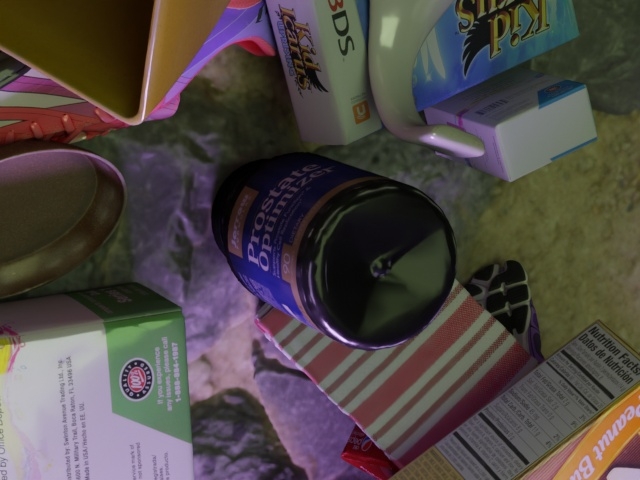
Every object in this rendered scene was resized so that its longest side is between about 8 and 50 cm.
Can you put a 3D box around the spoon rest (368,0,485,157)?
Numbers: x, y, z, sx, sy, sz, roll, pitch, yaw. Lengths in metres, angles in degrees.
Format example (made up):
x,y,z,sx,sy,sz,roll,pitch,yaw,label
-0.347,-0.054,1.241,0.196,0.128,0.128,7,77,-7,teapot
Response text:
x,y,z,sx,sy,sz,roll,pitch,yaw,label
0.080,-0.194,1.236,0.137,0.084,0.276,17,71,-40,spoon rest

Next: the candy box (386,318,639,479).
x,y,z,sx,sy,sz,roll,pitch,yaw,label
0.144,0.228,1.323,0.316,0.087,0.183,-37,131,-7,candy box

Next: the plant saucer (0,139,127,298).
x,y,z,sx,sy,sz,roll,pitch,yaw,label
-0.223,-0.018,1.220,0.168,0.029,0.168,-22,149,-14,plant saucer

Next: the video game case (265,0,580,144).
x,y,z,sx,sy,sz,roll,pitch,yaw,label
0.072,-0.232,1.303,0.269,0.061,0.244,-27,113,-34,video game case

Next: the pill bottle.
x,y,z,sx,sy,sz,roll,pitch,yaw,label
0.000,0.000,1.263,0.123,0.219,0.122,-5,102,-24,pill bottle

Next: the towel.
x,y,z,sx,sy,sz,roll,pitch,yaw,label
0.061,0.084,1.360,0.144,0.029,0.197,-43,79,-12,towel

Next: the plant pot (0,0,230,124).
x,y,z,sx,sy,sz,roll,pitch,yaw,label
-0.135,-0.243,1.110,0.187,0.212,0.212,-44,158,-42,plant pot

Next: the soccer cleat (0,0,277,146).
x,y,z,sx,sy,sz,roll,pitch,yaw,label
-0.171,-0.114,1.224,0.318,0.109,0.116,-34,110,-19,soccer cleat

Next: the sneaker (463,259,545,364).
x,y,z,sx,sy,sz,roll,pitch,yaw,label
0.159,0.097,1.417,0.068,0.170,0.071,-18,147,21,sneaker

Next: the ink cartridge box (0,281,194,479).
x,y,z,sx,sy,sz,roll,pitch,yaw,label
-0.241,0.154,1.240,0.278,0.117,0.201,-8,104,-24,ink cartridge box

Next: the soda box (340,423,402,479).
x,y,z,sx,sy,sz,roll,pitch,yaw,label
0.150,0.207,1.446,0.263,0.083,0.092,33,75,-26,soda box

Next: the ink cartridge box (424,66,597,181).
x,y,z,sx,sy,sz,roll,pitch,yaw,label
0.151,-0.098,1.369,0.088,0.122,0.052,-25,114,-18,ink cartridge box
